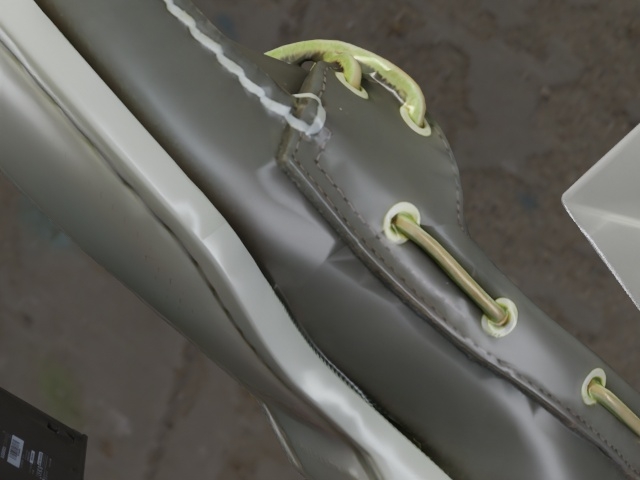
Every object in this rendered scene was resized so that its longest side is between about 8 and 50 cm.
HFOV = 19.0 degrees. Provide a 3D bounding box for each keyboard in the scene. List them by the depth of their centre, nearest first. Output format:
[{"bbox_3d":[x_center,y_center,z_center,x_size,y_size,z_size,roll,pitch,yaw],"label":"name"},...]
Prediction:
[{"bbox_3d":[-0.152,0.128,1.019,0.108,0.180,0.023,32,99,-11],"label":"keyboard"}]

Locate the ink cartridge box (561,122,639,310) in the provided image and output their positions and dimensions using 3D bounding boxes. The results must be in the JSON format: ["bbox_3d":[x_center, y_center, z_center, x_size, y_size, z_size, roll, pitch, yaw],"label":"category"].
[{"bbox_3d":[0.210,-0.058,0.693,0.078,0.231,0.134,54,141,9],"label":"ink cartridge box"}]

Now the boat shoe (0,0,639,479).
[{"bbox_3d":[-0.002,-0.001,0.551,0.305,0.091,0.109,48,165,-31],"label":"boat shoe"}]
